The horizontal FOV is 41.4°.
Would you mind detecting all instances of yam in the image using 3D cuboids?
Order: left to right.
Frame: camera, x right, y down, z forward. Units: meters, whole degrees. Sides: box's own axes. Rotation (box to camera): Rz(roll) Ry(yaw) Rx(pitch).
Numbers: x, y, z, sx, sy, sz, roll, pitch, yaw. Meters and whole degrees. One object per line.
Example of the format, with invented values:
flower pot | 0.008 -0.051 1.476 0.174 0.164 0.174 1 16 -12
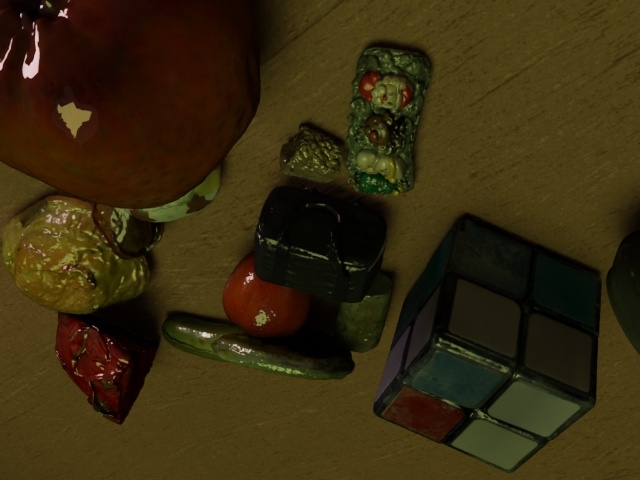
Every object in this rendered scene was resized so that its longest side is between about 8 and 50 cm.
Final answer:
yam | 0.092 0.145 1.801 0.107 0.107 0.194 16 136 5

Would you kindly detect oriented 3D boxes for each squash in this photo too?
squash | -0.226 0.247 2.035 0.341 0.094 0.094 8 136 12

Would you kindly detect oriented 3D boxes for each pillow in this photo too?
pillow | -0.309 -0.139 1.653 0.234 0.086 0.214 -8 114 8

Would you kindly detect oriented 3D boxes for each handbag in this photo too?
handbag | 0.000 0.000 1.637 0.255 0.181 0.181 17 144 2

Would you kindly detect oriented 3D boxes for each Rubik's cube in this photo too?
Rubik's cube | 0.318 0.202 1.619 0.316 0.318 0.313 24 139 -3

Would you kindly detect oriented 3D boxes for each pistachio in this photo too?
pistachio | -0.408 -0.055 1.771 0.165 0.130 0.210 7 118 7

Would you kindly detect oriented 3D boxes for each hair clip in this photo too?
hair clip | 0.108 -0.181 1.471 0.139 0.091 0.321 9 137 8

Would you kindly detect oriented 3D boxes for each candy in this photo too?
candy | -0.016 -0.155 1.562 0.110 0.085 0.095 24 147 -20

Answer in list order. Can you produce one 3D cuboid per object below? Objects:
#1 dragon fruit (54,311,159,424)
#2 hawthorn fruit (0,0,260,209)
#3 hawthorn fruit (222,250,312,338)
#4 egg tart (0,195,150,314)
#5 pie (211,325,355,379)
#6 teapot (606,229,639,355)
dragon fruit | -0.554 0.301 2.014 0.286 0.227 0.329 29 177 -7
hawthorn fruit | -0.309 -0.276 1.312 0.472 0.471 0.471 11 136 10
hawthorn fruit | -0.100 0.095 1.788 0.197 0.196 0.225 20 107 1
egg tart | -0.564 0.051 1.923 0.352 0.153 0.339 29 133 -11
pie | -0.068 0.239 1.834 0.323 0.323 0.070 9 95 12
teapot | 0.710 0.065 1.383 0.376 0.305 0.362 16 138 -39
